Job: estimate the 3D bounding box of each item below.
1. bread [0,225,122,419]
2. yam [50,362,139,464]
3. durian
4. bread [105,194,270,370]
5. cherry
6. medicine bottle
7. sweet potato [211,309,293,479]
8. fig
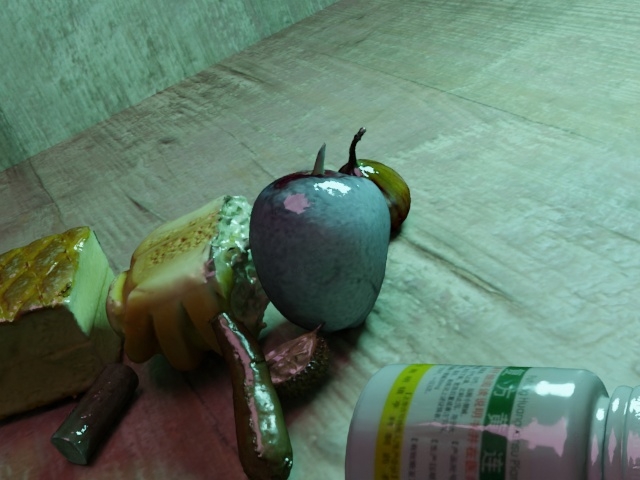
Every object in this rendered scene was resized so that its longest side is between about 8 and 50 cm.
[{"bbox_3d":[-0.510,0.148,1.417,0.279,0.207,0.279,-20,31,2],"label":"bread"},{"bbox_3d":[-0.353,0.269,1.254,0.068,0.068,0.169,-6,33,26],"label":"yam"},{"bbox_3d":[-0.029,0.183,1.173,0.140,0.071,0.110,-44,31,-4],"label":"durian"},{"bbox_3d":[-0.210,0.092,1.324,0.270,0.211,0.316,-26,24,13],"label":"bread"},{"bbox_3d":[0.000,0.000,1.233,0.218,0.296,0.255,-10,10,-5],"label":"cherry"},{"bbox_3d":[0.215,0.231,0.797,0.339,0.208,0.208,-4,34,30],"label":"medicine bottle"},{"bbox_3d":[-0.093,0.211,1.092,0.075,0.075,0.273,-21,56,3],"label":"sweet potato"},{"bbox_3d":[0.078,-0.080,1.448,0.148,0.202,0.149,-23,62,25],"label":"fig"}]
